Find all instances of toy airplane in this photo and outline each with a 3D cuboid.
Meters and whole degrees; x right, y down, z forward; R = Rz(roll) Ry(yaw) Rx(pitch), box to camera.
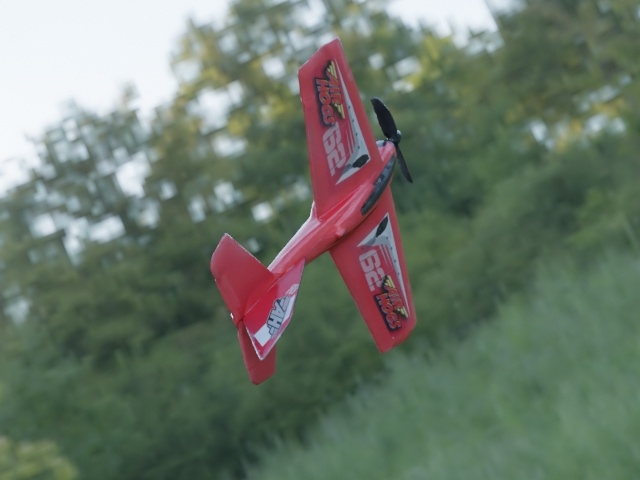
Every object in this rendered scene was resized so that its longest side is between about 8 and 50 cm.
[{"bbox_3d":[0.000,0.000,0.731,0.028,0.151,0.151,5,-1,29],"label":"toy airplane"}]
